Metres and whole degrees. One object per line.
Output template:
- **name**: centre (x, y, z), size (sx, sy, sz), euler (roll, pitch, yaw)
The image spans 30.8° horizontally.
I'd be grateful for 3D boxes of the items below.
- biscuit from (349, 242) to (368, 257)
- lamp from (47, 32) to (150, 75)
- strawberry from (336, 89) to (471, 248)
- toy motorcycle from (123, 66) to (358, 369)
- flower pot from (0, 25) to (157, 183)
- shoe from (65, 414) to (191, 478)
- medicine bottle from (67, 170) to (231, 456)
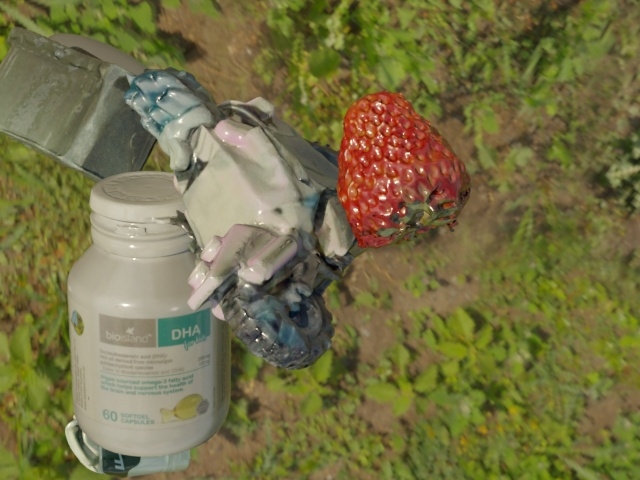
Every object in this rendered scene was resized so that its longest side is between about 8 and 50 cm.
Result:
- **biscuit**: centre (0.000, 0.000, 1.563), size (0.291, 0.237, 0.062), euler (-32, 101, 2)
- **lamp**: centre (-0.286, -0.173, 1.426), size (0.180, 0.246, 0.108), euler (29, 107, 5)
- **strawberry**: centre (0.039, -0.037, 0.611), size (0.073, 0.083, 0.073), euler (-19, 158, -8)
- **toy motorcycle**: centre (-0.060, -0.034, 0.784), size (0.204, 0.239, 0.108), euler (37, 107, -11)
- **flower pot**: centre (-0.246, -0.129, 1.144), size (0.103, 0.229, 0.108), euler (30, 85, -50)
- **shoe**: centre (-0.352, 0.313, 1.899), size (0.160, 0.363, 0.131), euler (-3, 95, -30)
- **medicine bottle**: centre (-0.141, 0.057, 0.967), size (0.135, 0.135, 0.215), euler (-4, 112, -16)
